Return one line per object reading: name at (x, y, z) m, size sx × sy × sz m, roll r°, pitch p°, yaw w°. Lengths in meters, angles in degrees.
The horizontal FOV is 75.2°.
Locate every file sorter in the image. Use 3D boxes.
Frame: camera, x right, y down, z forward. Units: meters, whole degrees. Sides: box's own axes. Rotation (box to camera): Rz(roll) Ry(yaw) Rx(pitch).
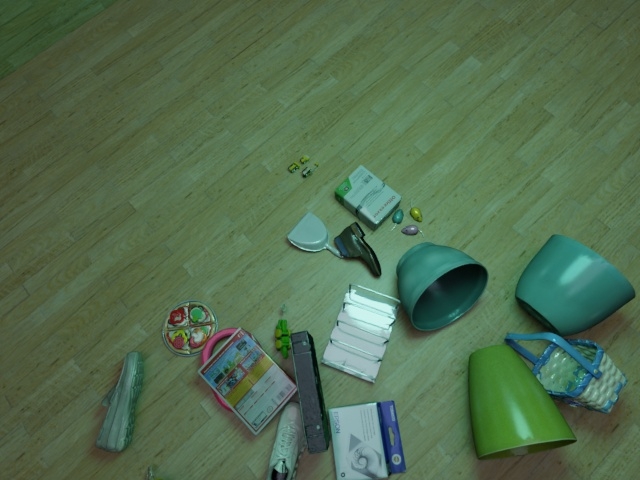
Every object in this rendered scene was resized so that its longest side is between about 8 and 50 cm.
file sorter at (0.137, 0.303, 1.383) m, size 0.193 × 0.173 × 0.277 m, roll 19°, pitch 73°, yaw 9°

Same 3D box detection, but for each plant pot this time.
plant pot at (0.567, 0.481, 1.268) m, size 0.275 × 0.274 × 0.293 m, roll -9°, pitch 55°, yaw 0°
plant pot at (0.784, 0.165, 1.340) m, size 0.235 × 0.293 × 0.293 m, roll -47°, pitch 74°, yaw 5°
plant pot at (0.376, 0.129, 1.392) m, size 0.293 × 0.293 × 0.196 m, roll -28°, pitch 45°, yaw -6°

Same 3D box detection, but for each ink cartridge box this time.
ink cartridge box at (0.148, 0.641, 1.334) m, size 0.224 × 0.045 × 0.223 m, roll -9°, pitch 71°, yaw 0°
ink cartridge box at (0.180, -0.160, 1.580) m, size 0.208 × 0.087 × 0.153 m, roll 42°, pitch 78°, yaw 16°

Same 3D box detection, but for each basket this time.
basket at (0.744, 0.382, 1.276) m, size 0.289 × 0.255 × 0.201 m, roll 42°, pitch 77°, yaw 4°

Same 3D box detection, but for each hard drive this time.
hard drive at (-0.031, 0.466, 1.305) m, size 0.064 × 0.237 × 0.338 m, roll -12°, pitch 72°, yaw 0°

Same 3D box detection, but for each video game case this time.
video game case at (-0.238, 0.460, 1.376) m, size 0.285 × 0.025 × 0.204 m, roll 42°, pitch 82°, yaw 12°

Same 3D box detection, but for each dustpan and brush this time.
dustpan and brush at (0.000, 0.000, 1.561) m, size 0.211 × 0.060 × 0.147 m, roll 30°, pitch 63°, yaw 19°

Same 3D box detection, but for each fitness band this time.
fitness band at (-0.284, 0.440, 1.425) m, size 0.209 × 0.054 × 0.290 m, roll -29°, pitch 74°, yaw -4°

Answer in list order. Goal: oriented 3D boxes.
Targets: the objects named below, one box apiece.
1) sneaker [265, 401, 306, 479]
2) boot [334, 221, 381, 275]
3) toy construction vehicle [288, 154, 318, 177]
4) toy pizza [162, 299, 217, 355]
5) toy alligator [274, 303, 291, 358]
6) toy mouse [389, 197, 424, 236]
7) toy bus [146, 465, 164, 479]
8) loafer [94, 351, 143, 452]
sneaker at (-0.107, 0.663, 1.307) m, size 0.110 × 0.118 × 0.291 m, roll 9°, pitch 71°, yaw 8°
boot at (0.139, 0.049, 1.533) m, size 0.106 × 0.082 × 0.219 m, roll -30°, pitch 75°, yaw 16°
toy construction vehicle at (-0.067, -0.294, 1.673) m, size 0.086 × 0.035 × 0.098 m, roll 37°, pitch 74°, yaw 25°
toy pizza at (-0.472, 0.311, 1.491) m, size 0.202 × 0.032 × 0.201 m, roll -1°, pitch 71°, yaw 3°
toy alligator at (-0.139, 0.320, 1.460) m, size 0.051 × 0.056 × 0.189 m, roll -21°, pitch 65°, yaw 40°
toy mouse at (0.323, -0.071, 1.570) m, size 0.143 × 0.031 × 0.160 m, roll -25°, pitch 72°, yaw -5°
toy bus at (-0.471, 0.821, 1.280) m, size 0.104 × 0.191 × 0.202 m, roll 19°, pitch 68°, yaw -36°
loafer at (-0.672, 0.532, 1.388) m, size 0.112 × 0.112 × 0.319 m, roll 7°, pitch 72°, yaw -3°
